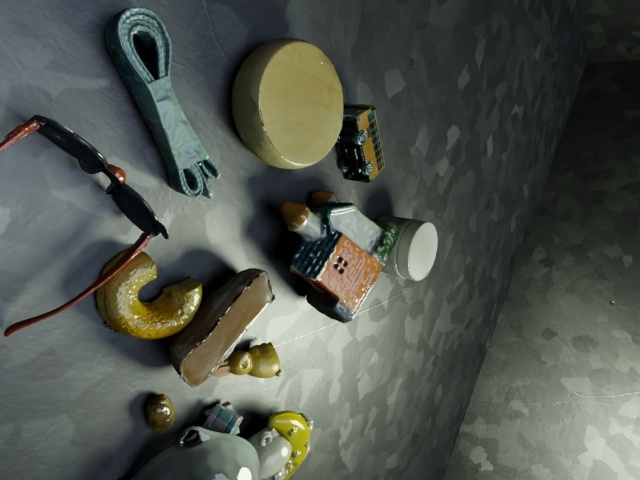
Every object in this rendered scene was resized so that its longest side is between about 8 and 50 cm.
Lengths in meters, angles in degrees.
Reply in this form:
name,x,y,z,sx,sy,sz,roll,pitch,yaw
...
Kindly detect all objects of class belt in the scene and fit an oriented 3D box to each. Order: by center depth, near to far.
name,x,y,z,sx,sy,sz,roll,pitch,yaw
belt,-0.242,-0.205,0.669,0.087,0.072,0.303,-38,129,-32

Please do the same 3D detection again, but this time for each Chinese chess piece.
name,x,y,z,sx,sy,sz,roll,pitch,yaw
Chinese chess piece,-0.062,-0.270,0.839,0.250,0.097,0.251,-18,114,-45

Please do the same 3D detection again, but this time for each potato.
name,x,y,z,sx,sy,sz,roll,pitch,yaw
potato,-0.306,0.332,0.797,0.051,0.040,0.084,-24,118,-37

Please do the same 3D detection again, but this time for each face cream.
name,x,y,z,sx,sy,sz,roll,pitch,yaw
face cream,0.241,0.019,1.241,0.177,0.152,0.178,-19,115,-46

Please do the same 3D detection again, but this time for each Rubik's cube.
name,x,y,z,sx,sy,sz,roll,pitch,yaw
Rubik's cube,-0.212,0.395,0.904,0.075,0.084,0.073,-43,160,-11

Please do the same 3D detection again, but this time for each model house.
name,x,y,z,sx,sy,sz,roll,pitch,yaw
model house,0.000,0.000,0.971,0.300,0.190,0.272,40,75,-31

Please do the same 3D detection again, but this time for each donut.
name,x,y,z,sx,sy,sz,roll,pitch,yaw
donut,-0.290,0.104,0.716,0.181,0.078,0.146,45,65,-45

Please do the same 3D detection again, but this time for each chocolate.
name,x,y,z,sx,sy,sz,roll,pitch,yaw
chocolate,-0.202,0.157,0.823,0.261,0.083,0.161,-49,158,-32

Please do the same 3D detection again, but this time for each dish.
name,x,y,z,sx,sy,sz,roll,pitch,yaw
dish,-0.236,0.523,0.810,0.302,0.120,0.304,-12,118,-23

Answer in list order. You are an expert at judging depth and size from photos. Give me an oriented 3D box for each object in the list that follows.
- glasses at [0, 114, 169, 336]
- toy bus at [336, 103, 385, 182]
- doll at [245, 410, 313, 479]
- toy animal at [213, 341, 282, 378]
name,x,y,z,sx,sy,sz,roll,pitch,yaw
glasses,-0.368,-0.004,0.557,0.268,0.118,0.234,-54,138,-23
toy bus,0.096,-0.246,1.033,0.103,0.091,0.182,-46,134,-32
doll,-0.123,0.513,1.011,0.251,0.111,0.238,-22,130,-28
toy animal,-0.165,0.272,0.913,0.159,0.083,0.070,11,118,-43
